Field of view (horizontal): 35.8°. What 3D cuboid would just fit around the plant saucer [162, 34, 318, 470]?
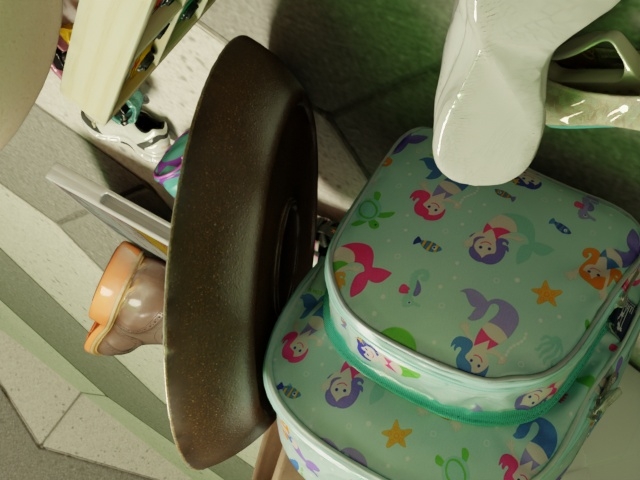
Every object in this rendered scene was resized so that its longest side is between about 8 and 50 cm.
[{"bbox_3d":[-0.044,0.011,0.715,0.050,0.310,0.310,5,151,7],"label":"plant saucer"}]

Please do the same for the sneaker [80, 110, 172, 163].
[{"bbox_3d":[-0.191,-0.117,0.980,0.109,0.040,0.043,23,139,17],"label":"sneaker"}]

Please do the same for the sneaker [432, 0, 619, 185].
[{"bbox_3d":[0.100,-0.131,0.502,0.080,0.094,0.212,10,137,-11],"label":"sneaker"}]

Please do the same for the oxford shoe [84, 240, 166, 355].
[{"bbox_3d":[-0.246,0.113,1.389,0.133,0.130,0.363,24,162,-4],"label":"oxford shoe"}]

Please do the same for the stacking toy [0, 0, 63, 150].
[{"bbox_3d":[-0.372,-0.149,0.887,0.351,0.350,0.480,35,172,1],"label":"stacking toy"}]

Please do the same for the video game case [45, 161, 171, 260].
[{"bbox_3d":[-0.159,0.012,1.135,0.285,0.025,0.204,28,170,18],"label":"video game case"}]

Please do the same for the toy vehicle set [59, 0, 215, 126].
[{"bbox_3d":[-0.059,-0.172,0.515,0.035,0.166,0.267,38,157,-7],"label":"toy vehicle set"}]

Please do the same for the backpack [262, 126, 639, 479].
[{"bbox_3d":[0.087,0.066,0.665,0.225,0.253,0.191,28,156,19],"label":"backpack"}]

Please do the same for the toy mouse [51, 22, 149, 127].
[{"bbox_3d":[-0.208,-0.155,0.919,0.161,0.031,0.143,33,153,14],"label":"toy mouse"}]

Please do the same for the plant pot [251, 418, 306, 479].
[{"bbox_3d":[0.055,0.249,1.116,0.229,0.263,0.263,19,157,-4],"label":"plant pot"}]

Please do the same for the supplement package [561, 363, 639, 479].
[{"bbox_3d":[0.168,0.210,0.902,0.198,0.199,0.263,38,157,-7],"label":"supplement package"}]

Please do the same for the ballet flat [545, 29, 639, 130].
[{"bbox_3d":[0.171,-0.084,0.515,0.168,0.057,0.052,6,134,49],"label":"ballet flat"}]

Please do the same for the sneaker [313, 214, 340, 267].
[{"bbox_3d":[0.000,0.000,0.918,0.178,0.072,0.077,34,147,-17],"label":"sneaker"}]

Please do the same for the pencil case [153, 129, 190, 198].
[{"bbox_3d":[-0.091,-0.035,0.957,0.151,0.064,0.070,47,171,-26],"label":"pencil case"}]
